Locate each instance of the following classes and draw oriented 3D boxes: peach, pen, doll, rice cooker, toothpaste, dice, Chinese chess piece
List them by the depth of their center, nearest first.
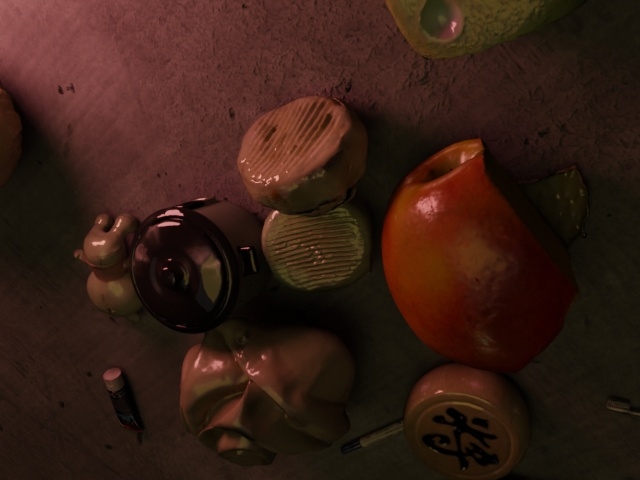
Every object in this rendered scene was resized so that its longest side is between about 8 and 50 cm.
[{"bbox_3d":[0.222,-0.407,1.096,0.249,0.252,0.255,-18,109,29],"label":"dice"},{"bbox_3d":[0.253,0.058,1.312,0.306,0.242,0.380,-28,109,29],"label":"peach"},{"bbox_3d":[-0.231,0.044,1.513,0.280,0.227,0.241,-5,100,25],"label":"rice cooker"},{"bbox_3d":[0.294,0.367,1.591,0.257,0.104,0.257,10,121,17],"label":"Chinese chess piece"},{"bbox_3d":[-0.450,0.074,1.703,0.154,0.113,0.275,8,119,13],"label":"doll"},{"bbox_3d":[0.124,0.432,1.739,0.204,0.025,0.025,-32,103,33],"label":"pen"},{"bbox_3d":[-0.491,0.400,1.947,0.071,0.045,0.194,8,127,26],"label":"toothpaste"}]

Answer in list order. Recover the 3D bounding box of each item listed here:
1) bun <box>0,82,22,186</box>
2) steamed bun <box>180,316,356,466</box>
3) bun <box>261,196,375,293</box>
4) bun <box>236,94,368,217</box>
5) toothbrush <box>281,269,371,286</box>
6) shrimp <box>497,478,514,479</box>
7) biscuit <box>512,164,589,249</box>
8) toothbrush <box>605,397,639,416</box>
[{"bbox_3d":[-0.763,-0.231,1.583,0.352,0.227,0.349,-35,101,30],"label":"bun"},{"bbox_3d":[-0.123,0.326,1.594,0.367,0.255,0.343,10,145,14],"label":"steamed bun"},{"bbox_3d":[0.003,-0.001,1.488,0.221,0.108,0.221,3,107,11],"label":"bun"},{"bbox_3d":[-0.021,-0.139,1.371,0.239,0.239,0.141,-9,145,25],"label":"bun"},{"bbox_3d":[0.008,0.072,1.586,0.204,0.017,0.022,-9,104,25],"label":"toothbrush"},{"bbox_3d":[0.507,0.607,1.640,0.372,0.137,0.172,25,160,15],"label":"shrimp"},{"bbox_3d":[0.341,-0.027,1.393,0.273,0.036,0.187,-8,114,24],"label":"biscuit"},{"bbox_3d":[0.683,0.335,1.474,0.287,0.024,0.026,10,107,17],"label":"toothbrush"}]
